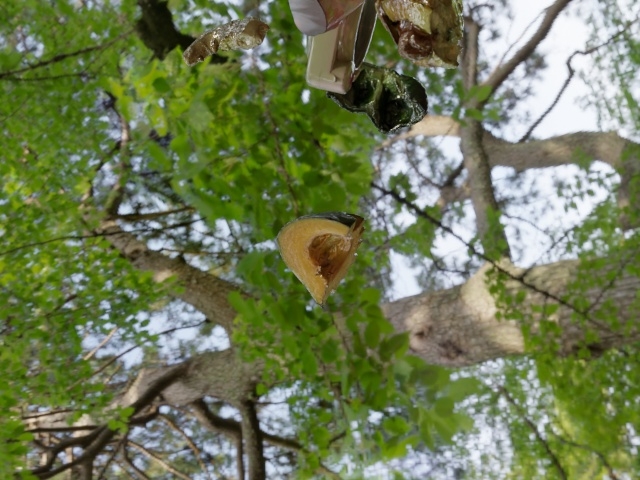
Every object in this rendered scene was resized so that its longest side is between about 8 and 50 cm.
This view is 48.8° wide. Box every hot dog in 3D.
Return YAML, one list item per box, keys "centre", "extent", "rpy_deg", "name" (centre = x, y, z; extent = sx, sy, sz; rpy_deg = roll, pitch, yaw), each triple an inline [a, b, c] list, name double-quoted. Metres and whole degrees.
- centre: [0.117, -0.282, 0.855]
  extent: [0.213, 0.103, 0.146]
  rpy_deg: [-74, -35, -50]
  name: "hot dog"

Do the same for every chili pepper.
- centre: [0.162, -0.374, 1.856]
  extent: [0.116, 0.264, 0.148]
  rpy_deg: [78, -145, -65]
  name: "chili pepper"

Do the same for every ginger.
- centre: [-0.168, -0.359, 1.266]
  extent: [0.051, 0.173, 0.069]
  rpy_deg: [39, -134, -47]
  name: "ginger"

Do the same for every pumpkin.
- centre: [0.000, 0.000, 1.469]
  extent: [0.149, 0.254, 0.130]
  rpy_deg: [26, -134, 11]
  name: "pumpkin"

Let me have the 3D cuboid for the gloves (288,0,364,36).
- centre: [0.028, -0.458, 1.235]
  extent: [0.145, 0.126, 0.241]
  rpy_deg: [47, -122, -23]
  name: "gloves"

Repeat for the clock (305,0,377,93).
- centre: [0.059, -0.482, 1.534]
  extent: [0.309, 0.114, 0.284]
  rpy_deg: [-58, -20, -63]
  name: "clock"
